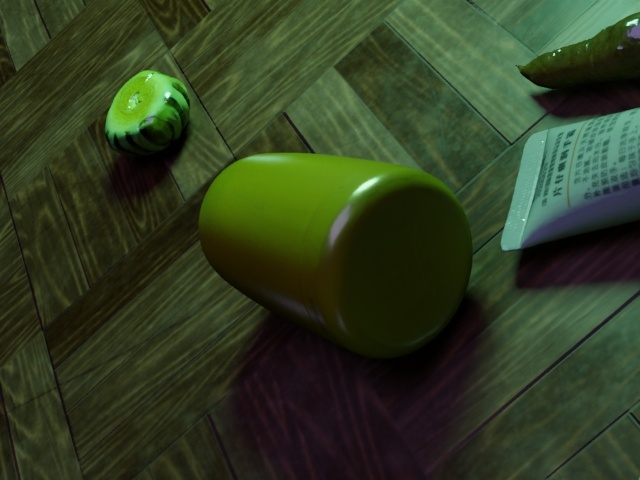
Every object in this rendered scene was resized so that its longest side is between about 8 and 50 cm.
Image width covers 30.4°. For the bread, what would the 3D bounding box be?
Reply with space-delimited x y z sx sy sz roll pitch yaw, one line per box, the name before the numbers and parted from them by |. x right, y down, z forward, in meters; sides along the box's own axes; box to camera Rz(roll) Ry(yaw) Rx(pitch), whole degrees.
bread | -0.228 -0.167 1.580 0.139 0.071 0.130 1 55 46

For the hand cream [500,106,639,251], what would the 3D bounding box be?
hand cream | 0.287 -0.067 1.000 0.314 0.089 0.140 -9 50 44

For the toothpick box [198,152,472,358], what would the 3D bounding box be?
toothpick box | 0.000 0.000 1.142 0.271 0.175 0.175 18 70 53

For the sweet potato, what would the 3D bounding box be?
sweet potato | 0.297 -0.184 1.111 0.274 0.067 0.067 -11 51 40

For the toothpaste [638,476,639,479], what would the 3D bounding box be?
toothpaste | 0.241 0.198 0.838 0.056 0.058 0.314 29 80 7
